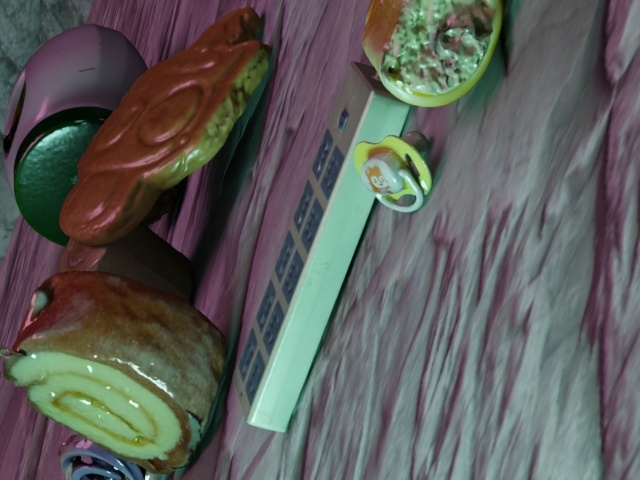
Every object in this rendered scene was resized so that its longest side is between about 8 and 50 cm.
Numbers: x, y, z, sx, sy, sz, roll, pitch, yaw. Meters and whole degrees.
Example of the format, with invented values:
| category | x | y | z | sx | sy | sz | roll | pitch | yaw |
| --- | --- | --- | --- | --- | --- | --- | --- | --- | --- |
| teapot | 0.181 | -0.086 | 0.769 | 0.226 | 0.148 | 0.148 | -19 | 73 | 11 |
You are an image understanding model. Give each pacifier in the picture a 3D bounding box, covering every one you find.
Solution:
| category | x | y | z | sx | sy | sz | roll | pitch | yaw |
| --- | --- | --- | --- | --- | --- | --- | --- | --- | --- |
| pacifier | 0.069 | -0.063 | 1.430 | 0.064 | 0.068 | 0.083 | -45 | 20 | -32 |

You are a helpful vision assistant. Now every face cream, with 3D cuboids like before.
| category | x | y | z | sx | sy | sz | roll | pitch | yaw |
| --- | --- | --- | --- | --- | --- | --- | --- | --- | --- |
| face cream | -0.358 | -0.158 | 2.617 | 0.357 | 0.219 | 0.312 | -112 | 40 | -60 |

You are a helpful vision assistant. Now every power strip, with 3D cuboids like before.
| category | x | y | z | sx | sy | sz | roll | pitch | yaw |
| --- | --- | --- | --- | --- | --- | --- | --- | --- | --- |
| power strip | 0.000 | 0.000 | 1.589 | 0.106 | 0.043 | 0.367 | -118 | 46 | -67 |

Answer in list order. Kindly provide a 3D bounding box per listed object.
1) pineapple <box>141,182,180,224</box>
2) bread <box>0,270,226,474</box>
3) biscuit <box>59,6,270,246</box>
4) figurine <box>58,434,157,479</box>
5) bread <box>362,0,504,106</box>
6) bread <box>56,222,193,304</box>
| category | x | y | z | sx | sy | sz | roll | pitch | yaw |
| --- | --- | --- | --- | --- | --- | --- | --- | --- | --- |
| pineapple | -0.236 | -0.111 | 2.392 | 0.197 | 0.108 | 0.108 | -79 | 15 | -47 |
| bread | -0.221 | 0.134 | 1.882 | 0.190 | 0.244 | 0.123 | -44 | 22 | 48 |
| biscuit | -0.186 | -0.147 | 2.105 | 0.269 | 0.051 | 0.376 | -2 | 49 | 51 |
| figurine | -0.237 | 0.248 | 2.058 | 0.114 | 0.126 | 0.157 | 70 | -155 | -19 |
| bread | 0.089 | -0.177 | 1.389 | 0.177 | 0.084 | 0.119 | -113 | 43 | -66 |
| bread | -0.244 | 0.047 | 2.131 | 0.134 | 0.141 | 0.148 | -42 | 26 | 16 |
